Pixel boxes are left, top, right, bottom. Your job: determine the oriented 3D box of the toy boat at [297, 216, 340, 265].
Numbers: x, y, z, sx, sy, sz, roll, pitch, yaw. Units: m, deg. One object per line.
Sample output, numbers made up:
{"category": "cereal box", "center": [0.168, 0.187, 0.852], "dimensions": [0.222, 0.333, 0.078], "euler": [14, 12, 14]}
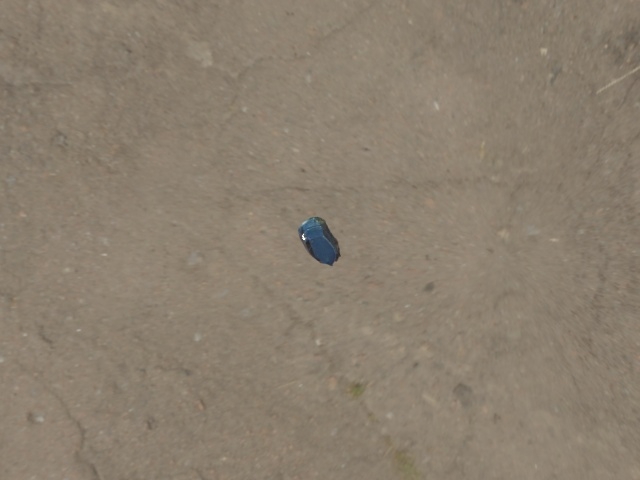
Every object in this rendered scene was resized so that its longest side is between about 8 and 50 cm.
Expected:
{"category": "toy boat", "center": [0.000, 0.000, 0.955], "dimensions": [0.038, 0.083, 0.038], "euler": [-9, 57, 15]}
